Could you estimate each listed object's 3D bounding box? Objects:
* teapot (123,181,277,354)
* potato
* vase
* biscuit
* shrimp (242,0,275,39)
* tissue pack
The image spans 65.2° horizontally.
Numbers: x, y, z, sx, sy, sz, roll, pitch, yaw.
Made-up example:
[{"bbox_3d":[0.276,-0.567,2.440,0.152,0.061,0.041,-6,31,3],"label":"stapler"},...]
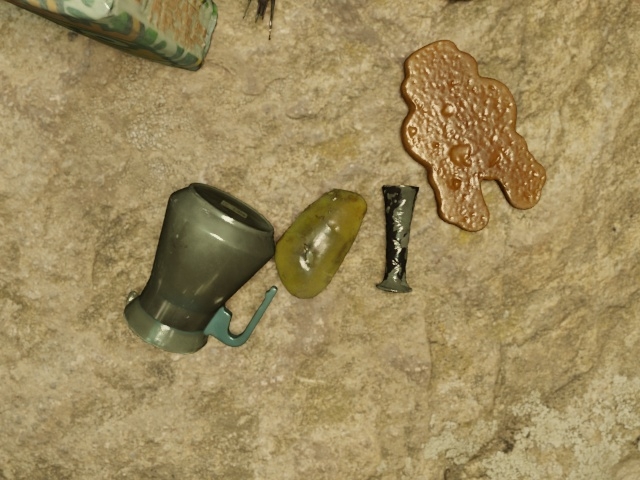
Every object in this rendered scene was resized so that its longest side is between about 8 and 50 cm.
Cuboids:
[{"bbox_3d":[-0.169,0.052,0.748,0.203,0.171,0.225,31,101,-3],"label":"teapot"},{"bbox_3d":[0.000,0.000,0.775,0.105,0.085,0.188,38,90,-4],"label":"potato"},{"bbox_3d":[0.120,-0.003,0.784,0.059,0.059,0.166,3,95,1],"label":"vase"},{"bbox_3d":[0.224,-0.164,0.777,0.186,0.044,0.294,-23,95,0],"label":"biscuit"},{"bbox_3d":[-0.041,-0.470,0.720,0.145,0.116,0.342,18,95,14],"label":"shrimp"},{"bbox_3d":[-0.287,-0.327,0.638,0.228,0.311,0.127,18,100,0],"label":"tissue pack"}]
